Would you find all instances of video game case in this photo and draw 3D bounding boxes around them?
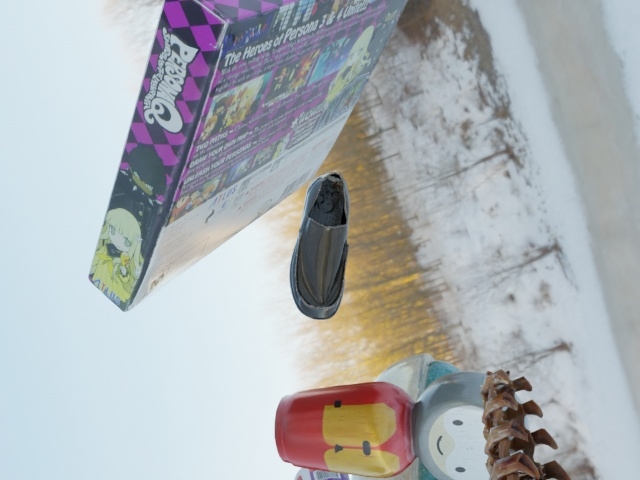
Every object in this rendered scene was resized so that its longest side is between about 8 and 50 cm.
[{"bbox_3d":[-0.036,-0.083,0.452,0.041,0.210,0.232,38,-139,9],"label":"video game case"}]

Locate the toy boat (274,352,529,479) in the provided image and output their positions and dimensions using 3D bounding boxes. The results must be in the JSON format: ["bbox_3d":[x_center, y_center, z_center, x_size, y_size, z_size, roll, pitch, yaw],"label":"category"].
[{"bbox_3d":[0.085,0.187,0.512,0.318,0.148,0.268,63,-152,-49],"label":"toy boat"}]

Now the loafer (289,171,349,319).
[{"bbox_3d":[0.000,0.000,0.980,0.078,0.080,0.220,108,165,-71],"label":"loafer"}]

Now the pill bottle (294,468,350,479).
[{"bbox_3d":[0.021,0.507,1.280,0.193,0.108,0.108,-112,-3,-53],"label":"pill bottle"}]

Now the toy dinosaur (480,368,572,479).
[{"bbox_3d":[0.130,0.169,0.205,0.164,0.218,0.322,8,-141,-55],"label":"toy dinosaur"}]
